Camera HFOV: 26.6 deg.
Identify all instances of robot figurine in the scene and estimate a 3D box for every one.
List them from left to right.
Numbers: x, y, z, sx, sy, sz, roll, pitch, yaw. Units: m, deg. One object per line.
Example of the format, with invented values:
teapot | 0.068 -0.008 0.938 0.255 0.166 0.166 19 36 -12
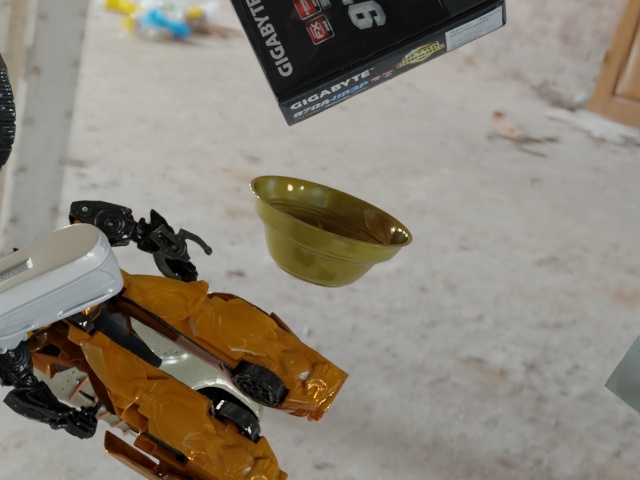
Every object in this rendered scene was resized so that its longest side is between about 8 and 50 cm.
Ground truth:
robot figurine | -0.137 0.097 1.118 0.291 0.085 0.211 32 61 2

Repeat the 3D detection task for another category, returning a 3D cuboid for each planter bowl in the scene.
planter bowl | 0.000 0.000 1.713 0.217 0.090 0.217 19 17 -6

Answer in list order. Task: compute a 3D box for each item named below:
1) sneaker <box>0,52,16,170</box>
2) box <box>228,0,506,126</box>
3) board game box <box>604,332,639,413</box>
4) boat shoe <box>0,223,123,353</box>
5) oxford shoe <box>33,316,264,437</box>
sneaker | -0.348 -0.072 1.247 0.109 0.286 0.130 10 34 -20
box | 0.010 -0.216 0.976 0.175 0.220 0.051 -24 -18 1
board game box | 0.519 0.179 1.639 0.224 0.097 0.303 40 29 26
boat shoe | -0.232 0.051 0.989 0.184 0.063 0.066 -28 37 -5
oxford shoe | -0.230 0.142 1.505 0.397 0.140 0.146 3 59 -29
